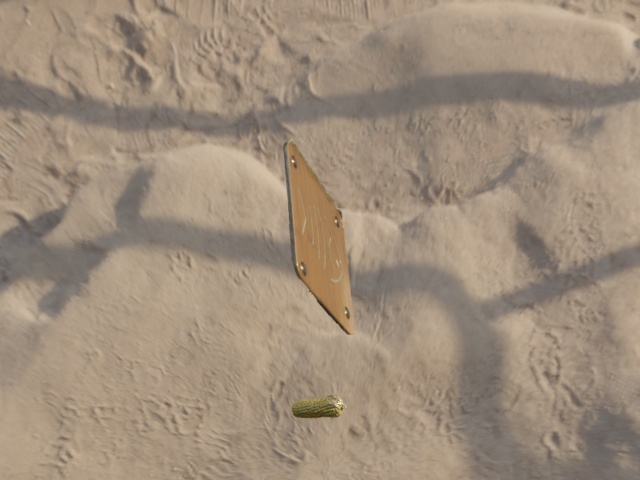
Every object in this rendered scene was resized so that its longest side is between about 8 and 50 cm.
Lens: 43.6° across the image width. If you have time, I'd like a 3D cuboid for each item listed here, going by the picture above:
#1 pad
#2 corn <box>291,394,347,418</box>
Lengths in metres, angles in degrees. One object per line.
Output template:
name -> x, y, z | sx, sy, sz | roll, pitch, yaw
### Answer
pad -> 0.000, 0.000, 1.442 | 0.018, 0.284, 0.287 | -15, 56, 16
corn -> -0.001, 0.223, 1.065 | 0.083, 0.028, 0.027 | -11, 27, 30
